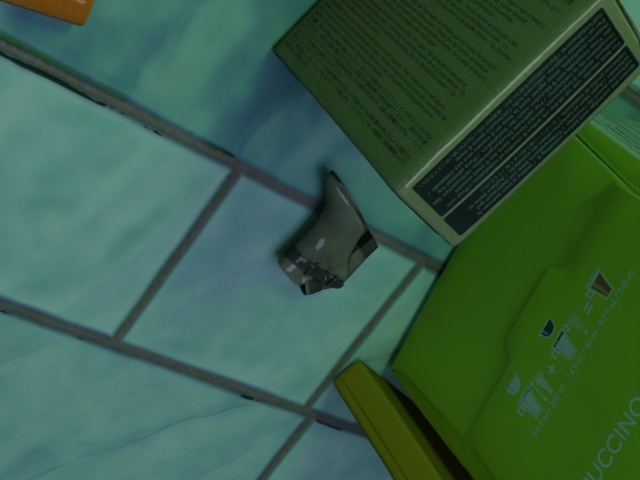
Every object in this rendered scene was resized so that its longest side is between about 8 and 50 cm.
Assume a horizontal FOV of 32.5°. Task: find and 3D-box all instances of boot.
[{"bbox_3d":[0.000,0.000,0.991,0.087,0.042,0.118,-31,130,-1],"label":"boot"}]

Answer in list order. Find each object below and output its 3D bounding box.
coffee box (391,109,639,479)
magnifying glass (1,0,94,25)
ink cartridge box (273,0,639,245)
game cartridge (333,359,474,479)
[{"bbox_3d":[0.334,0.108,1.037,0.335,0.338,0.337,13,114,-33],"label":"coffee box"},{"bbox_3d":[-0.264,-0.192,0.738,0.231,0.026,0.092,14,115,-31],"label":"magnifying glass"},{"bbox_3d":[0.094,-0.138,0.814,0.193,0.234,0.088,-43,131,7],"label":"ink cartridge box"},{"bbox_3d":[0.165,0.289,1.115,0.053,0.285,0.324,-44,130,6],"label":"game cartridge"}]
